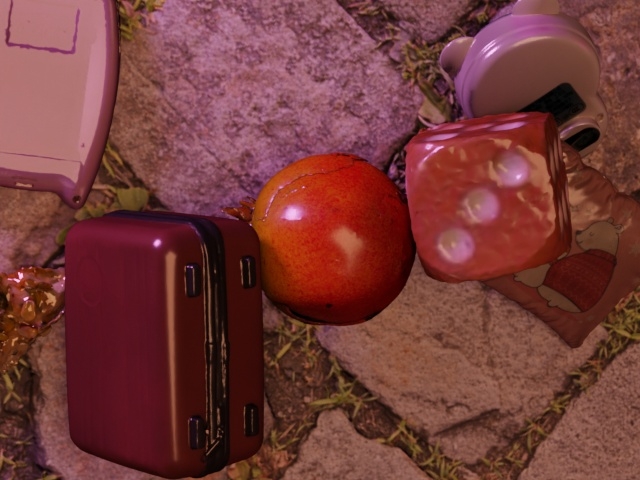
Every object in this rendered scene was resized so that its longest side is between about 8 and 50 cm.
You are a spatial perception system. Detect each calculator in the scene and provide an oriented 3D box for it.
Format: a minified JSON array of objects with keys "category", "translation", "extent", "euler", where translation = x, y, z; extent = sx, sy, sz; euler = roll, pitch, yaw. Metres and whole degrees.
[{"category":"calculator","translation":[-0.334,-0.188,1.760],"extent":[0.194,0.043,0.294],"euler":[7,94,-14]}]

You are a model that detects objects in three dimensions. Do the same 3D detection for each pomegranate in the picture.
[{"category":"pomegranate","translation":[0.000,0.000,1.783],"extent":[0.235,0.210,0.210],"euler":[0,97,1]}]

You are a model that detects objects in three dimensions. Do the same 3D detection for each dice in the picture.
[{"category":"dice","translation":[0.202,-0.053,1.767],"extent":[0.179,0.175,0.174],"euler":[-7,100,11]}]

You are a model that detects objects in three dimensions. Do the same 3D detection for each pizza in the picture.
[{"category":"pizza","translation":[-0.399,0.094,1.768],"extent":[0.226,0.069,0.147],"euler":[6,93,-14]}]

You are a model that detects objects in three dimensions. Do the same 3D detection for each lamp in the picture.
[{"category":"lamp","translation":[0.267,-0.196,1.868],"extent":[0.179,0.108,0.246],"euler":[-29,127,19]}]

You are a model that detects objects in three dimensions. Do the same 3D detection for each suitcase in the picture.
[{"category":"suitcase","translation":[-0.182,0.114,1.734],"extent":[0.161,0.236,0.297],"euler":[-9,101,-43]}]

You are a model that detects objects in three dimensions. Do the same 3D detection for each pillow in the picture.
[{"category":"pillow","translation":[0.312,0.011,1.902],"extent":[0.236,0.084,0.223],"euler":[33,113,-14]}]
